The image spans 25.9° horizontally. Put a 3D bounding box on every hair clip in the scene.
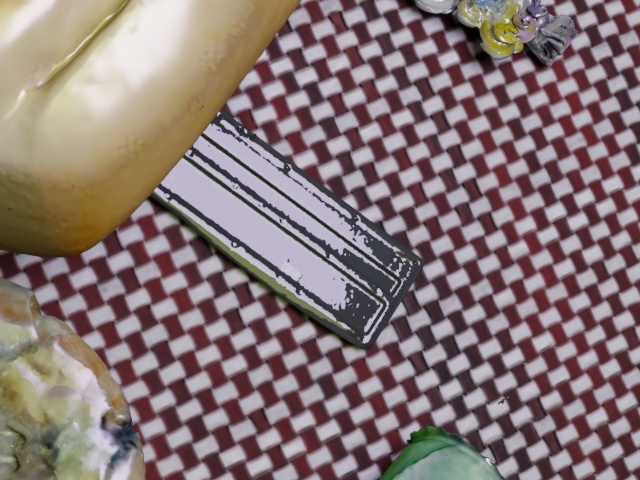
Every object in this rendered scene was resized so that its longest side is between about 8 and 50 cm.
[{"bbox_3d":[0.140,-0.213,1.176,0.172,0.049,0.116,38,58,-1],"label":"hair clip"}]

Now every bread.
[{"bbox_3d":[-0.202,-0.196,0.946,0.348,0.253,0.376,34,71,-5],"label":"bread"}]

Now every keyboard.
[{"bbox_3d":[-0.002,0.003,1.099,0.381,0.041,0.103,35,73,-3],"label":"keyboard"}]

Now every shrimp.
[{"bbox_3d":[-0.289,0.120,0.940,0.360,0.085,0.247,33,71,1],"label":"shrimp"}]

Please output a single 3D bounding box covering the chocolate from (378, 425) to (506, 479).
[{"bbox_3d":[0.024,0.264,0.990,0.110,0.110,0.291,50,56,-5],"label":"chocolate"}]
